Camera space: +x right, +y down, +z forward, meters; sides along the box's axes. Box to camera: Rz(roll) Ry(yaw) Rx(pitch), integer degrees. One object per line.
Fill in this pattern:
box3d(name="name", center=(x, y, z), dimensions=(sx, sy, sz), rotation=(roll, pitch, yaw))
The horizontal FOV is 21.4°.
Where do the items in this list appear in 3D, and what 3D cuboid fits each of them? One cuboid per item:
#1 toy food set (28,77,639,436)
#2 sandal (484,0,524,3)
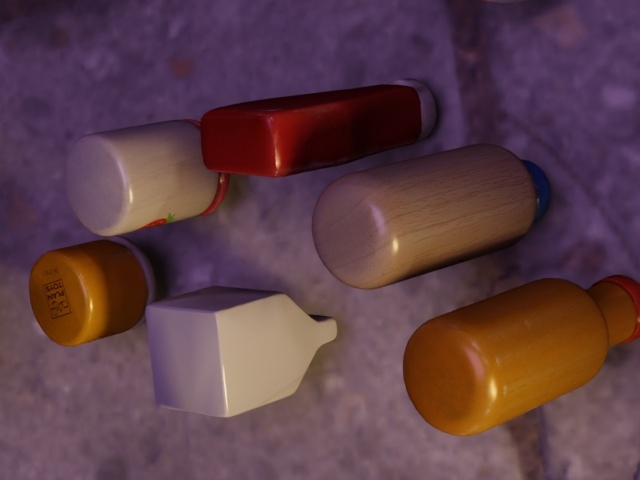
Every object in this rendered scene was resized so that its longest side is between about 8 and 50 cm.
box3d(name="toy food set", center=(0.000, 0.000, 0.631), dimensions=(0.232, 0.104, 0.111), rotation=(3, 102, 44))
box3d(name="sandal", center=(-0.029, -0.165, 0.636), dimensions=(0.265, 0.102, 0.076), rotation=(46, 134, 9))
